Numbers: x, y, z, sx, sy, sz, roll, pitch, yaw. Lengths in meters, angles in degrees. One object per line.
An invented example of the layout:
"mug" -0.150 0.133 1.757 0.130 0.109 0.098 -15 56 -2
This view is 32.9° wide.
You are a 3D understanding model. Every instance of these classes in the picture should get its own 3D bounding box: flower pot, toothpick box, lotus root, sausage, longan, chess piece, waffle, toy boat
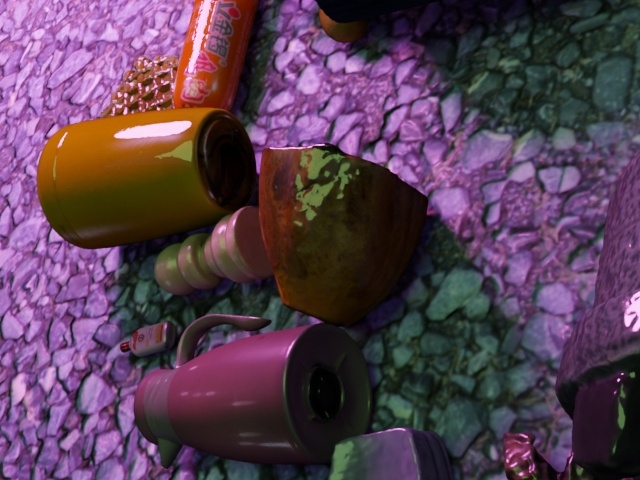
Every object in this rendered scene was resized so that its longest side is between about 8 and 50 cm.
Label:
"flower pot" 0.346 0.094 0.839 0.299 0.299 0.283 -3 55 36
"toothpick box" -0.219 -0.086 1.418 0.271 0.175 0.175 -7 61 30
"lotus root" 0.000 0.000 1.204 0.199 0.188 0.180 11 82 37
"sausage" -0.145 -0.282 1.527 0.093 0.093 0.312 -5 63 35
"longan" 0.036 -0.296 1.409 0.083 0.075 0.075 -1 64 55
"chess piece" -0.134 0.024 1.357 0.170 0.094 0.094 -21 54 37
"waffle" -0.256 -0.195 1.598 0.169 0.036 0.183 17 77 40
"toy boat" 0.072 0.315 1.038 0.127 0.078 0.283 -17 55 25

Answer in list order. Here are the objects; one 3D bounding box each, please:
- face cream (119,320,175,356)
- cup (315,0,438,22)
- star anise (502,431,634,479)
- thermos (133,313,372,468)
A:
"face cream" -0.224 0.130 1.400 0.083 0.021 0.040 -18 55 29
"cup" 0.124 -0.419 1.270 0.292 0.242 0.308 -13 53 19
"star anise" 0.217 0.248 0.969 0.212 0.073 0.197 -37 51 11
"thermos" -0.088 0.164 1.202 0.265 0.146 0.176 -10 63 38
